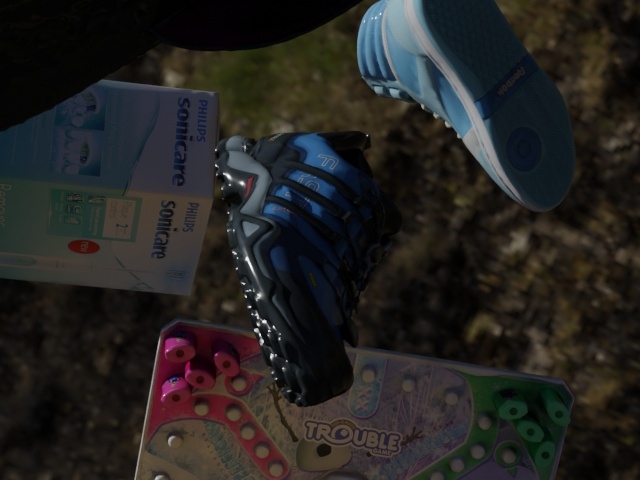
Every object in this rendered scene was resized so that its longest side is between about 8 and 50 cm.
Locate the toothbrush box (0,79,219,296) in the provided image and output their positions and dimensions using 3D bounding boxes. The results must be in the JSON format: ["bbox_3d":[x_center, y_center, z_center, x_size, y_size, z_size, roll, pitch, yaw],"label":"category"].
[{"bbox_3d":[-0.256,-0.056,1.705,0.216,0.295,0.126,112,161,-61],"label":"toothbrush box"}]

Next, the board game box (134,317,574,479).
[{"bbox_3d":[0.013,0.290,1.643,0.050,0.390,0.390,-100,20,-74],"label":"board game box"}]

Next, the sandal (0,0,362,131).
[{"bbox_3d":[-0.048,-0.164,1.033,0.446,0.167,0.107,-30,65,7],"label":"sandal"}]

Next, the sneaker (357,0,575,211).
[{"bbox_3d":[0.165,-0.171,2.084,0.127,0.319,0.208,-36,14,-28],"label":"sneaker"}]

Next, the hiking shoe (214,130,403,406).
[{"bbox_3d":[0.000,0.000,1.318,0.132,0.113,0.304,-15,38,-1],"label":"hiking shoe"}]
